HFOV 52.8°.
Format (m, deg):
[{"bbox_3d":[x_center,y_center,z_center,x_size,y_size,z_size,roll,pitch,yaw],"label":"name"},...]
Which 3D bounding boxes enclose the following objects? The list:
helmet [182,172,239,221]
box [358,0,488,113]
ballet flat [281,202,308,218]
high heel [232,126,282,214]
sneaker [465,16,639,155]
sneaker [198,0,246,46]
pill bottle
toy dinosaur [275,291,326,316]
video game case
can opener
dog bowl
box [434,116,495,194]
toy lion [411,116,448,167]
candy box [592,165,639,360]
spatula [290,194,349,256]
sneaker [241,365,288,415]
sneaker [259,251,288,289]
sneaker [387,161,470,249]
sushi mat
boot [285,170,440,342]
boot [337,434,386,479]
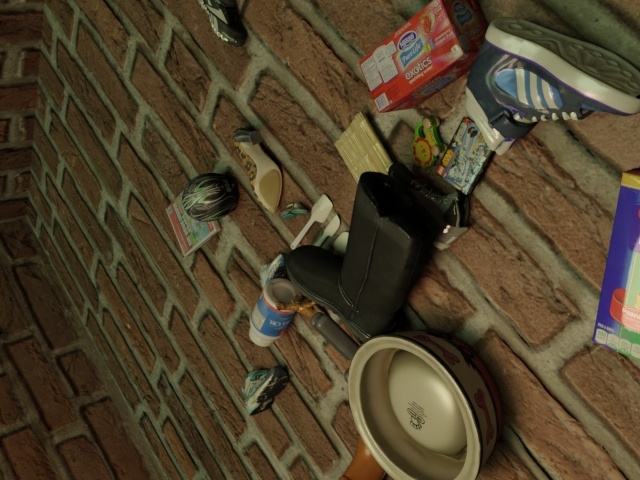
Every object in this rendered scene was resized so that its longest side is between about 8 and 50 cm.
[{"bbox_3d":[-0.361,-0.138,2.077,0.169,0.161,0.170,21,119,44],"label":"helmet"},{"bbox_3d":[0.216,-0.379,1.334,0.257,0.122,0.128,-28,82,51],"label":"box"},{"bbox_3d":[-0.075,-0.089,1.858,0.114,0.041,0.041,-11,95,50],"label":"ballet flat"},{"bbox_3d":[-0.192,-0.212,1.936,0.186,0.093,0.261,26,133,63],"label":"high heel"},{"bbox_3d":[0.407,-0.240,1.175,0.322,0.130,0.236,38,140,29],"label":"sneaker"},{"bbox_3d":[-0.277,-0.663,1.852,0.234,0.078,0.106,59,142,19],"label":"sneaker"},{"bbox_3d":[-0.147,0.229,1.990,0.124,0.124,0.222,51,137,25],"label":"pill bottle"},{"bbox_3d":[-0.024,0.200,1.872,0.211,0.064,0.112,21,106,0],"label":"toy dinosaur"},{"bbox_3d":[-0.466,-0.079,2.334,0.285,0.025,0.204,-32,78,50],"label":"video game case"},{"bbox_3d":[0.067,0.313,1.715,0.283,0.095,0.076,46,164,-19],"label":"can opener"},{"bbox_3d":[0.256,0.398,1.554,0.408,0.150,0.408,21,119,43],"label":"dog bowl"},{"bbox_3d":[0.309,-0.178,1.354,0.094,0.027,0.137,42,120,32],"label":"box"},{"bbox_3d":[0.237,-0.217,1.447,0.096,0.034,0.100,-17,90,59],"label":"toy lion"},{"bbox_3d":[0.610,0.059,1.029,0.268,0.122,0.317,22,119,44],"label":"candy box"},{"bbox_3d":[0.000,0.000,1.819,0.168,0.019,0.242,53,139,15],"label":"spatula"},{"bbox_3d":[-0.206,0.483,2.168,0.122,0.110,0.283,57,139,23],"label":"sneaker"},{"bbox_3d":[-0.152,0.092,1.992,0.083,0.071,0.191,57,139,28],"label":"sneaker"},{"bbox_3d":[0.257,-0.103,1.433,0.229,0.086,0.132,56,134,5],"label":"sneaker"},{"bbox_3d":[0.138,-0.152,1.582,0.317,0.019,0.151,61,149,14],"label":"sushi mat"},{"bbox_3d":[0.076,0.013,1.547,0.367,0.146,0.445,37,148,21],"label":"boot"},{"bbox_3d":[0.087,0.654,1.790,0.109,0.220,0.284,25,122,43],"label":"boot"}]
